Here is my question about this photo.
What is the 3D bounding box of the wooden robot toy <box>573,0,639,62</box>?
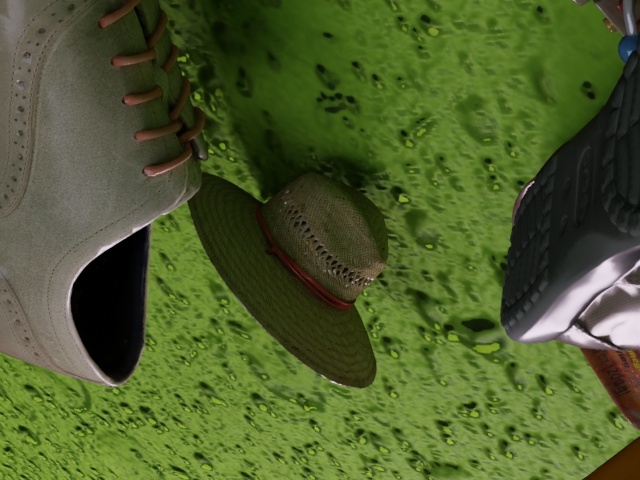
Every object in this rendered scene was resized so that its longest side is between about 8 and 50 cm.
[{"bbox_3d":[0.096,-0.137,0.554,0.079,0.076,0.173,-40,130,19],"label":"wooden robot toy"}]

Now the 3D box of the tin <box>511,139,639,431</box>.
[{"bbox_3d":[0.162,0.031,0.702,0.106,0.040,0.190,-4,128,51],"label":"tin"}]

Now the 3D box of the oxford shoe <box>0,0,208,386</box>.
[{"bbox_3d":[-0.103,-0.092,0.706,0.146,0.140,0.397,29,137,12],"label":"oxford shoe"}]

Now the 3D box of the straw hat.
[{"bbox_3d":[0.000,0.000,0.790,0.061,0.144,0.144,-42,99,16],"label":"straw hat"}]

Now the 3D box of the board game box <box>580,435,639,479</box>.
[{"bbox_3d":[0.251,0.246,0.462,0.356,0.356,0.356,32,135,-9],"label":"board game box"}]

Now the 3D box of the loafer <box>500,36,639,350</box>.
[{"bbox_3d":[0.143,-0.020,0.558,0.087,0.094,0.251,13,160,-9],"label":"loafer"}]
